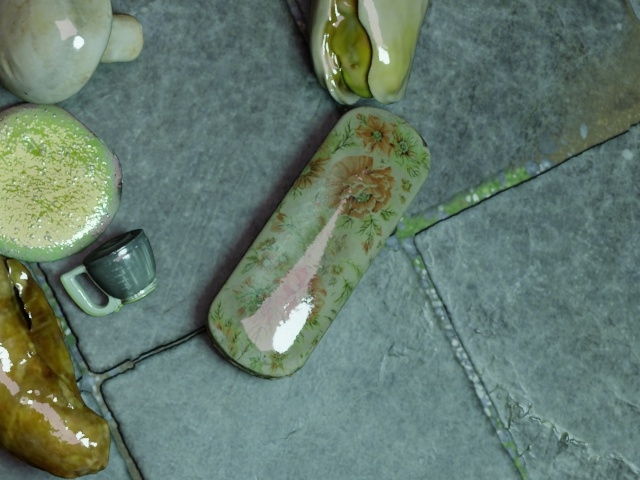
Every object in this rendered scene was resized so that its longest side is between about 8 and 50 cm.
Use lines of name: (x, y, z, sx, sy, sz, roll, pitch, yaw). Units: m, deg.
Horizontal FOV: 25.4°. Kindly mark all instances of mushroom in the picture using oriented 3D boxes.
mushroom: (-0.357, -0.292, 1.929, 0.206, 0.209, 0.206, 6, 108, 19)

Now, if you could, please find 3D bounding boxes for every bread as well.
bread: (-0.385, -0.082, 1.947, 0.228, 0.033, 0.229, 2, 79, -11)

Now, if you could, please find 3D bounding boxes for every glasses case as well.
glasses case: (0.000, 0.000, 1.988, 0.156, 0.098, 0.425, 34, 74, 1)

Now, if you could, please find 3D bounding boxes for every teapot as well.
teapot: (-0.276, 0.046, 1.936, 0.091, 0.124, 0.092, 63, 32, -13)

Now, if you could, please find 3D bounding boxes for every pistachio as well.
pistachio: (0.076, -0.332, 2.041, 0.166, 0.197, 0.288, 8, 84, 30)

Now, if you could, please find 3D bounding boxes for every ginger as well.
ginger: (-0.392, 0.172, 1.845, 0.321, 0.172, 0.165, 60, 36, -4)
